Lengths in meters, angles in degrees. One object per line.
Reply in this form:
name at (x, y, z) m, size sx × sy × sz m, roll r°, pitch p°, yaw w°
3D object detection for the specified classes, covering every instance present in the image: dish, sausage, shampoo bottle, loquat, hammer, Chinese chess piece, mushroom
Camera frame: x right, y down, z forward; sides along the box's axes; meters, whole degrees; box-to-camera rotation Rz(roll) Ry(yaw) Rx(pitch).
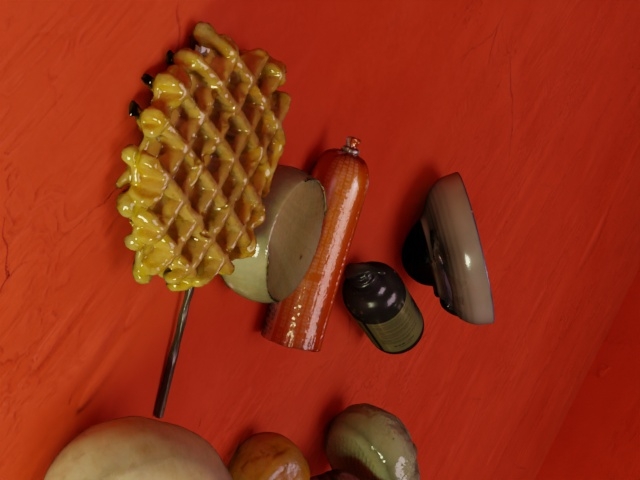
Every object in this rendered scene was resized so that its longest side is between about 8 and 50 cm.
dish at (0.209, 0.028, 2.392) m, size 0.273 × 0.134 × 0.273 m, roll -15°, pitch 90°, yaw -89°
sausage at (0.000, 0.000, 1.971) m, size 0.093 × 0.093 × 0.312 m, roll 3°, pitch 105°, yaw -66°
shampoo bottle at (0.096, 0.098, 2.243) m, size 0.101 × 0.101 × 0.284 m, roll -64°, pitch 156°, yaw -14°
loquat at (-0.081, 0.356, 2.051) m, size 0.137 × 0.113 × 0.137 m, roll -41°, pitch 153°, yaw -27°
hammer at (-0.176, 0.096, 1.746) m, size 0.058 × 0.029 × 0.292 m, roll -14°, pitch 123°, yaw -61°
Chinese chess piece at (-0.065, -0.009, 1.837) m, size 0.188 × 0.083 × 0.188 m, roll -49°, pitch 148°, yaw -46°
mushroom at (-0.221, 0.315, 1.626) m, size 0.246 × 0.202 × 0.246 m, roll -7°, pitch 114°, yaw -16°

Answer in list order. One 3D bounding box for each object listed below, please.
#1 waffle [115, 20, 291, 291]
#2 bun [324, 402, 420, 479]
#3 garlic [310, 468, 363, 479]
waffle at (-0.129, -0.087, 1.613) m, size 0.329 × 0.062 × 0.329 m, roll -32°, pitch 128°, yaw -51°
bun at (0.100, 0.368, 2.344) m, size 0.118 × 0.195 × 0.195 m, roll -29°, pitch 136°, yaw -33°
garlic at (0.010, 0.474, 2.258) m, size 0.160 × 0.245 × 0.245 m, roll -113°, pitch -156°, yaw -56°
